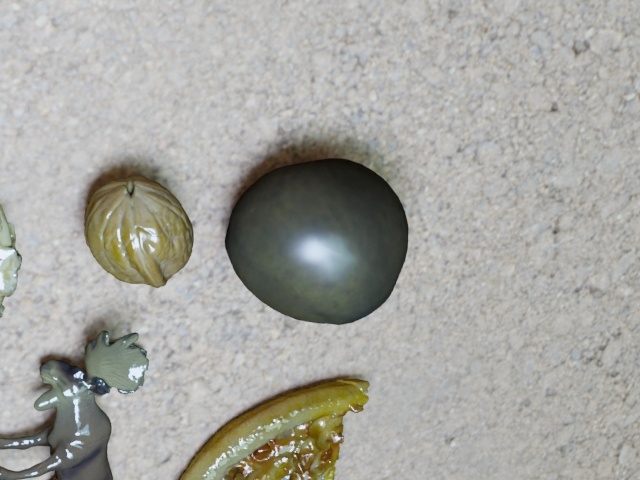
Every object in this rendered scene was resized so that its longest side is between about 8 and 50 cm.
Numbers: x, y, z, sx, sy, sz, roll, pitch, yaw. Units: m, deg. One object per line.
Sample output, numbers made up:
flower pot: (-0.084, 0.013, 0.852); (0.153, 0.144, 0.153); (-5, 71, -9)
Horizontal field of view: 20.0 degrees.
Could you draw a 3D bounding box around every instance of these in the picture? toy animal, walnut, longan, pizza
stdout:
toy animal: (-0.243, 0.187, 1.814); (0.186, 0.093, 0.214); (-20, 130, -15)
walnut: (-0.173, -0.007, 1.743); (0.105, 0.105, 0.124); (-32, 141, -13)
longan: (0.000, 0.000, 1.812); (0.189, 0.189, 0.189); (-13, 120, -24)
pizza: (-0.057, 0.241, 1.962); (0.271, 0.056, 0.134); (-25, 116, -16)

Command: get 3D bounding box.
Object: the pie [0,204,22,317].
pie: (-0.429, 0.038, 1.623); (0.340, 0.083, 0.339); (-12, 120, -21)
